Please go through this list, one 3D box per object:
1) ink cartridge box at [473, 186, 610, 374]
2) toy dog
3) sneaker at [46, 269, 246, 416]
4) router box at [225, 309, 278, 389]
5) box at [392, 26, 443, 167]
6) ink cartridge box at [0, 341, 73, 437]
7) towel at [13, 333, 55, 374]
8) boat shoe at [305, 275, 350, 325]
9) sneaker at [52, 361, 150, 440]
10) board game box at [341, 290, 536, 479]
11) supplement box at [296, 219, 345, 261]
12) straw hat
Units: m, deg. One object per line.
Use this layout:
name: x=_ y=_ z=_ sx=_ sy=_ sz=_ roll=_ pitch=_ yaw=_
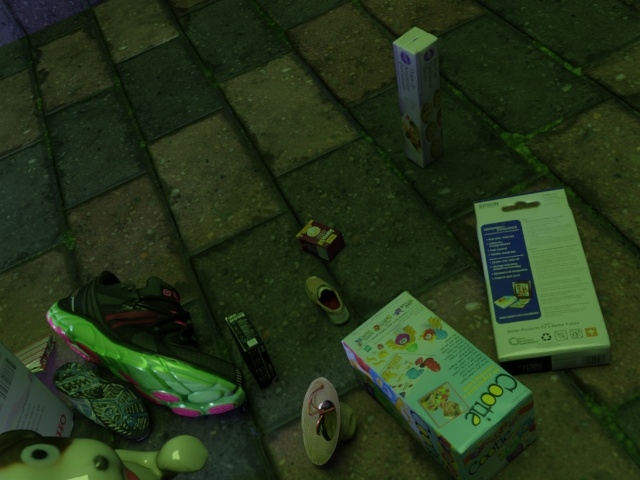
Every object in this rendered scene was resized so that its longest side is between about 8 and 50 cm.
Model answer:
ink cartridge box: x=0.382 y=0.062 z=1.284 sx=0.176 sy=0.069 sz=0.370 roll=-9 pitch=48 yaw=12
toy dog: x=-0.303 y=0.402 z=0.957 sx=0.396 sy=0.407 sz=0.284 roll=-16 pitch=44 yaw=4
sneaker: x=-0.319 y=0.168 z=1.350 sx=0.483 sy=0.185 sz=0.202 roll=21 pitch=62 yaw=33
router box: x=-0.122 y=0.196 z=1.294 sx=0.038 sy=0.122 sz=0.092 roll=-28 pitch=45 yaw=-14
box: x=0.206 y=-0.286 z=1.496 sx=0.067 sy=0.324 sz=0.063 roll=-38 pitch=55 yaw=-18
ink cartridge box: x=-0.567 y=0.318 z=1.206 sx=0.131 sy=0.306 sz=0.226 roll=-9 pitch=45 yaw=12
towel: x=-0.601 y=0.253 z=1.429 sx=0.144 sy=0.029 sz=0.197 roll=-28 pitch=14 yaw=-8
boat shoe: x=0.011 y=0.105 z=1.388 sx=0.050 sy=0.045 sz=0.135 roll=-34 pitch=46 yaw=-14
sneaker: x=-0.395 y=0.300 z=1.331 sx=0.211 sy=0.081 sz=0.080 roll=31 pitch=60 yaw=19
board game box: x=0.184 y=0.233 z=1.134 sx=0.144 sy=0.142 sz=0.275 roll=-36 pitch=46 yaw=-15
supplement box: x=0.000 y=0.000 z=1.495 sx=0.083 sy=0.043 sz=0.055 roll=22 pitch=57 yaw=34
straw hat: x=0.025 y=0.296 z=1.184 sx=0.061 sy=0.144 sz=0.144 roll=11 pitch=38 yaw=-25
